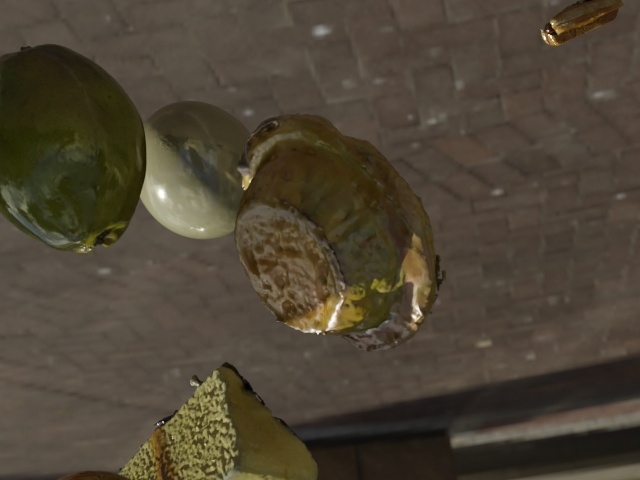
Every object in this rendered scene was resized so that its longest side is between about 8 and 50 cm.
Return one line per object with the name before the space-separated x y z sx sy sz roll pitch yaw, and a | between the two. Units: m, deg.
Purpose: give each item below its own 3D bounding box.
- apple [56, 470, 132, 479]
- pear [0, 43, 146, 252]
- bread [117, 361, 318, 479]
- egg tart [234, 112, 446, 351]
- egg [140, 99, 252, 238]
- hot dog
apple | -0.212 0.286 1.222 0.146 0.146 0.146 -7 161 -2
pear | -0.324 -0.115 1.649 0.212 0.269 0.212 -20 179 0
bread | -0.142 0.293 1.502 0.266 0.178 0.142 -47 -173 26
egg tart | 0.000 0.000 1.426 0.118 0.288 0.288 -31 177 -37
egg | -0.176 -0.103 1.890 0.186 0.186 0.242 -12 148 12
hot dog | 0.328 -0.284 1.665 0.133 0.041 0.056 -25 158 -27
